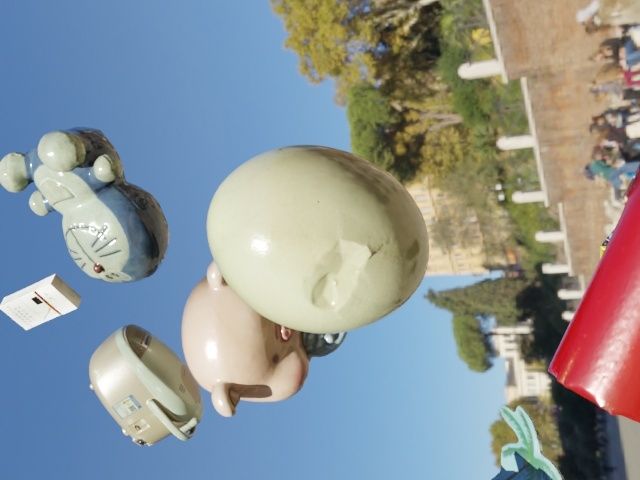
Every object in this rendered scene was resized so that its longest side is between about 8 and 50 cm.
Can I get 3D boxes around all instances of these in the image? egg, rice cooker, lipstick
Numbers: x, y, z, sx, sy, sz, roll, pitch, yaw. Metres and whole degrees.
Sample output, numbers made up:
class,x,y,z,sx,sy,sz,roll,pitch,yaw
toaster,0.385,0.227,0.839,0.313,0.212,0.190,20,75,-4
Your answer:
class,x,y,z,sx,sy,sz,roll,pitch,yaw
egg,0.000,0.000,0.797,0.219,0.269,0.219,-165,90,-80
rice cooker,-0.277,0.234,1.085,0.206,0.127,0.145,59,-178,-15
lipstick,0.226,-0.029,0.406,0.280,0.073,0.073,-68,-20,8

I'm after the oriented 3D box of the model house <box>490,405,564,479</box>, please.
class,x,y,z,sx,sy,sz,roll,pitch,yaw
model house,0.199,0.409,0.956,0.300,0.323,0.340,7,-109,-31

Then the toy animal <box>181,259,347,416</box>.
class,x,y,z,sx,sy,sz,roll,pitch,yaw
toy animal,-0.103,0.123,0.986,0.229,0.221,0.210,-5,-93,-35

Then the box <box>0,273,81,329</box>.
class,x,y,z,sx,sy,sz,roll,pitch,yaw
box,-0.605,0.134,1.466,0.084,0.154,0.040,55,-156,-31

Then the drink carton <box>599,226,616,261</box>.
class,x,y,z,sx,sy,sz,roll,pitch,yaw
drink carton,0.451,0.048,0.885,0.056,0.165,0.071,-45,-32,-8

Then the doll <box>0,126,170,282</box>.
class,x,y,z,sx,sy,sz,roll,pitch,yaw
doll,-0.345,-0.047,1.038,0.154,0.228,0.258,-39,-72,-51
